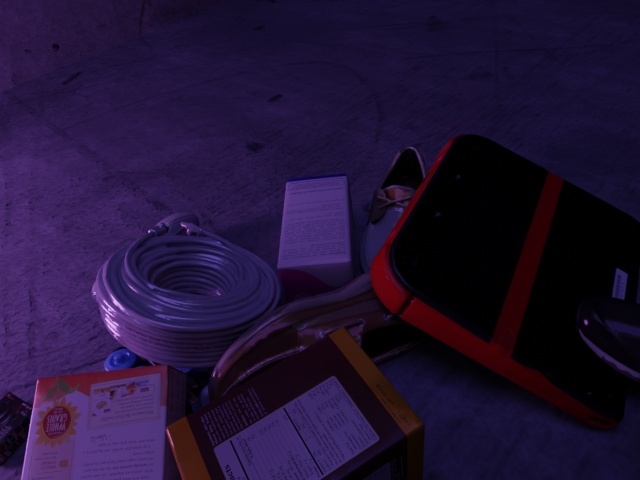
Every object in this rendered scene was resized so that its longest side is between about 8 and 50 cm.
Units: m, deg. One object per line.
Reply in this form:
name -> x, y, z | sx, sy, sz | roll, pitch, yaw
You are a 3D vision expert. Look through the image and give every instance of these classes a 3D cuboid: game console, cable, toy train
game console -> 0.282, 0.019, 0.690 | 0.341, 0.060, 0.387 | 32, 53, 7
cable -> -0.187, 0.076, 0.694 | 0.256, 0.089, 0.257 | 21, 25, 15
toy train -> -0.211, 0.186, 0.650 | 0.184, 0.080, 0.105 | 28, 48, 35

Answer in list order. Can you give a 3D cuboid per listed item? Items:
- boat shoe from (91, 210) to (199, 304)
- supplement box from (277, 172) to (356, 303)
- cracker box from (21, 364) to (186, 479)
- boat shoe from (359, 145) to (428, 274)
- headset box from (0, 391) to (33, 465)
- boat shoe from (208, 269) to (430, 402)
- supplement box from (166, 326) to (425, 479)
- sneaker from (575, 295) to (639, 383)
boat shoe -> -0.281, 0.041, 0.835 | 0.081, 0.079, 0.227 | 28, 58, 24
supplement box -> 0.000, 0.000, 0.790 | 0.113, 0.111, 0.220 | -6, 41, 5
cracker box -> -0.231, 0.262, 0.515 | 0.155, 0.067, 0.233 | -6, 65, 3
boat shoe -> 0.128, -0.048, 0.824 | 0.113, 0.103, 0.302 | 3, 43, 15
headset box -> -0.430, 0.256, 0.647 | 0.062, 0.032, 0.083 | 15, 46, 26
boat shoe -> 0.013, 0.141, 0.625 | 0.324, 0.123, 0.116 | -26, 49, -18
supplement box -> -0.015, 0.230, 0.475 | 0.194, 0.192, 0.129 | -26, 44, -18
sneaker -> 0.444, 0.116, 0.529 | 0.283, 0.124, 0.107 | 26, 50, 20
